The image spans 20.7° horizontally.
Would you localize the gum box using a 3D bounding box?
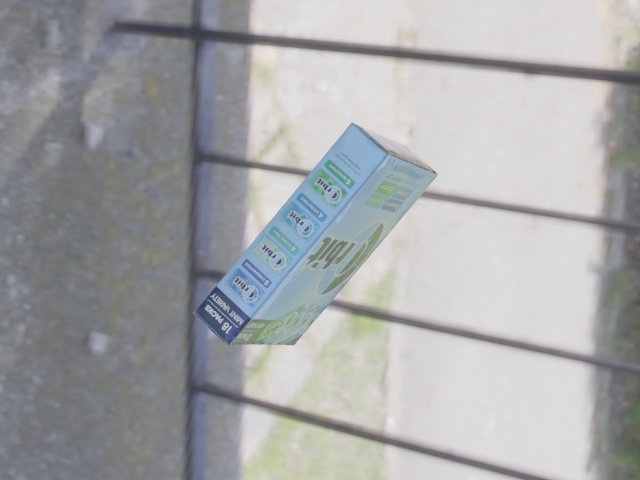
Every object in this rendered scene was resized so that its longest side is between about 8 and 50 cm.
[{"bbox_3d":[0.000,0.000,1.341,0.184,0.041,0.157,-51,165,9],"label":"gum box"}]
